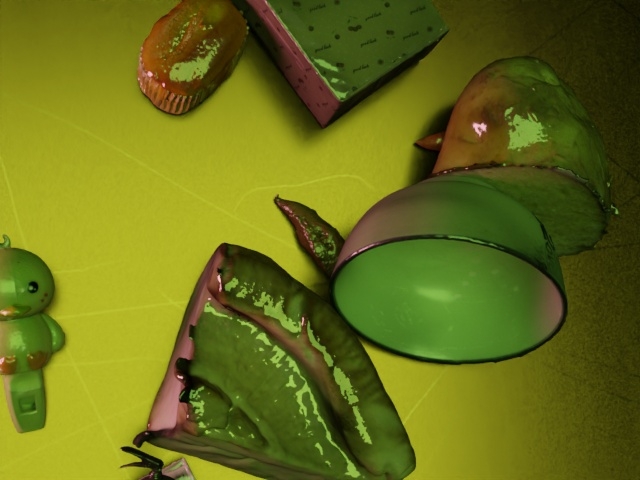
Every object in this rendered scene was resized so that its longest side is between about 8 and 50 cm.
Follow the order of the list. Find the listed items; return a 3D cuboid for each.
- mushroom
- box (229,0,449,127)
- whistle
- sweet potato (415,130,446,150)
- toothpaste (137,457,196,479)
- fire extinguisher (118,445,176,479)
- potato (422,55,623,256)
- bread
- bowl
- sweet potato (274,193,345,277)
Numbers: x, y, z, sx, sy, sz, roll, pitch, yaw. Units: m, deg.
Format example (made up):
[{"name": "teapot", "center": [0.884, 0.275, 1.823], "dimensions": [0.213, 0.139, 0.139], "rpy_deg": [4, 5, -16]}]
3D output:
[{"name": "mushroom", "center": [-0.035, 0.217, 1.660], "dimensions": [0.397, 0.224, 0.313], "rpy_deg": [22, 64, -14]}, {"name": "box", "center": [0.015, -0.372, 1.741], "dimensions": [0.225, 0.190, 0.297], "rpy_deg": [-36, 91, -13]}, {"name": "whistle", "center": [-0.448, 0.137, 1.616], "dimensions": [0.141, 0.141, 0.294], "rpy_deg": [-11, 85, -11]}, {"name": "sweet potato", "center": [0.206, -0.166, 1.824], "dimensions": [0.095, 0.034, 0.034], "rpy_deg": [-6, 83, 0]}, {"name": "toothpaste", "center": [-0.334, 0.427, 1.631], "dimensions": [0.323, 0.066, 0.100], "rpy_deg": [-26, 65, -11]}, {"name": "fire extinguisher", "center": [-0.244, 0.423, 1.592], "dimensions": [0.089, 0.072, 0.267], "rpy_deg": [4, 109, 12]}, {"name": "potato", "center": [0.337, -0.152, 1.749], "dimensions": [0.301, 0.288, 0.237], "rpy_deg": [5, 60, 22]}, {"name": "bread", "center": [-0.203, -0.301, 1.735], "dimensions": [0.132, 0.114, 0.190], "rpy_deg": [37, 73, -1]}, {"name": "bowl", "center": [0.199, 0.025, 1.666], "dimensions": [0.354, 0.354, 0.185], "rpy_deg": [16, 55, -7]}, {"name": "sweet potato", "center": [0.000, 0.000, 1.753], "dimensions": [0.206, 0.060, 0.068], "rpy_deg": [48, 40, 9]}]
